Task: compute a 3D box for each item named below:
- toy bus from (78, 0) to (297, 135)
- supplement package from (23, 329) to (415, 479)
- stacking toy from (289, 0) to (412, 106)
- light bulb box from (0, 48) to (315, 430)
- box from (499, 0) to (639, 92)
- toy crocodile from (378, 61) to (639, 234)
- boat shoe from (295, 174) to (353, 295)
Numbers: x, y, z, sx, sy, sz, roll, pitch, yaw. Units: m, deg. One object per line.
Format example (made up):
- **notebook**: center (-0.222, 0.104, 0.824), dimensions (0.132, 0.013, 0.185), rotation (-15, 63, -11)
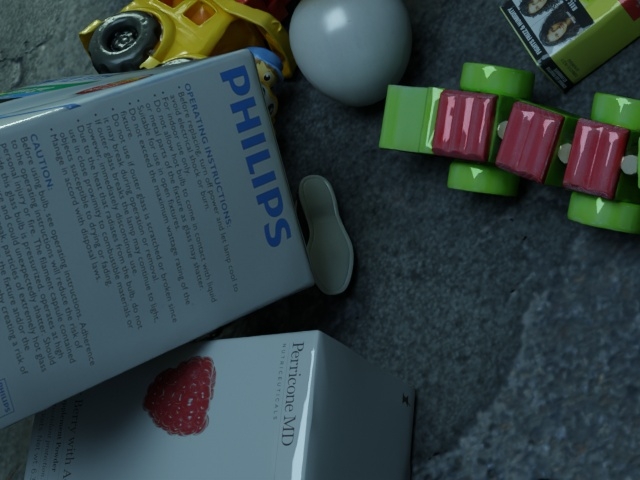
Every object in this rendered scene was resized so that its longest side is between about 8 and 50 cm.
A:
- **toy bus**: center (-0.098, -0.185, 1.497), dimensions (0.211, 0.149, 0.220), rotation (-44, 53, -11)
- **supplement package**: center (-0.088, 0.194, 1.284), dimensions (0.293, 0.175, 0.178), rotation (-8, 65, 30)
- **stacking toy**: center (-0.014, -0.362, 1.398), dimensions (0.350, 0.350, 0.480), rotation (-14, 100, 28)
- **light bulb box**: center (-0.267, -0.006, 1.297), dimensions (0.358, 0.361, 0.225), rotation (0, 109, 49)
- **box**: center (0.279, -0.238, 1.310), dimensions (0.232, 0.058, 0.087), rotation (-35, 54, 15)
- **toy crocodile**: center (0.184, -0.083, 1.256), dimensions (0.340, 0.105, 0.115), rotation (17, 98, 38)
- **boat shoe**: center (0.000, 0.000, 1.401), dimensions (0.046, 0.038, 0.125), rotation (-8, 63, -16)
